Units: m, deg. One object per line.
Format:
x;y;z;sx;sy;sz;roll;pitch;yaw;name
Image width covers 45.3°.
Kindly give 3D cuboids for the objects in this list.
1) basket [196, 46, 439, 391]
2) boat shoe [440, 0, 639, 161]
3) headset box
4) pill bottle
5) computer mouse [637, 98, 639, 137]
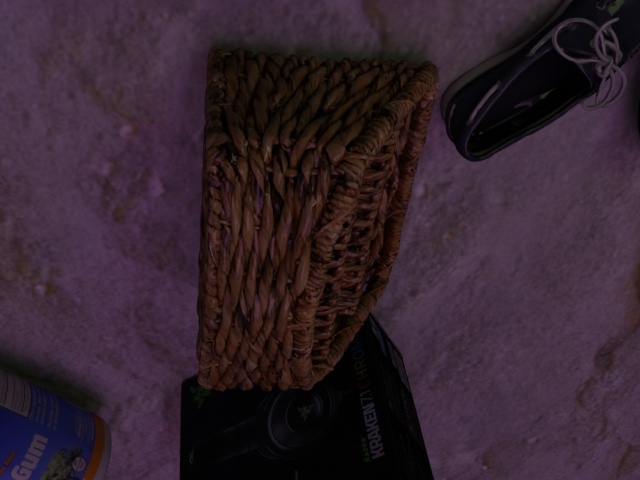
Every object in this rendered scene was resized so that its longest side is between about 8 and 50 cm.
0.000;0.000;0.704;0.222;0.214;0.299;3;131;-10;basket
0.224;-0.161;0.687;0.254;0.079;0.095;-30;127;16;boat shoe
-0.029;0.248;0.896;0.283;0.246;0.131;-24;131;14;headset box
-0.392;0.223;0.879;0.152;0.152;0.272;-37;127;22;pill bottle
0.376;-0.191;0.702;0.184;0.060;0.262;-29;145;-15;computer mouse
